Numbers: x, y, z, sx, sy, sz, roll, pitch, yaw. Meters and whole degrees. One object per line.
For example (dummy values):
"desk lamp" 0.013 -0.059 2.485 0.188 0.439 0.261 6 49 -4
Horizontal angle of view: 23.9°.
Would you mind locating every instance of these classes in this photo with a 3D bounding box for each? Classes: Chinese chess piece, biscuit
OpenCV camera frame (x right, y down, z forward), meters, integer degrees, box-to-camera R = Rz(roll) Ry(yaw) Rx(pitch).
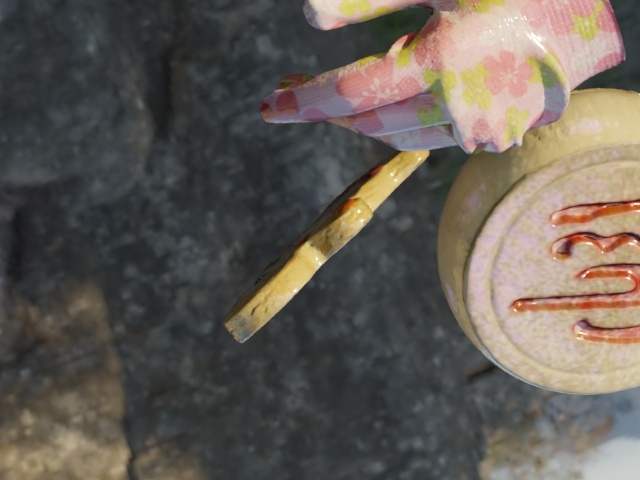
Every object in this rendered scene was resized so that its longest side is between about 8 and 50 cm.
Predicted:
"Chinese chess piece" 0.233 0.003 1.291 0.270 0.270 0.112 -23 -150 6
"biscuit" 0.000 0.000 1.211 0.234 0.030 0.153 -45 -179 -38

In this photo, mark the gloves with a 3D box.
"gloves" 0.077 -0.119 1.041 0.241 0.126 0.145 -26 150 2
